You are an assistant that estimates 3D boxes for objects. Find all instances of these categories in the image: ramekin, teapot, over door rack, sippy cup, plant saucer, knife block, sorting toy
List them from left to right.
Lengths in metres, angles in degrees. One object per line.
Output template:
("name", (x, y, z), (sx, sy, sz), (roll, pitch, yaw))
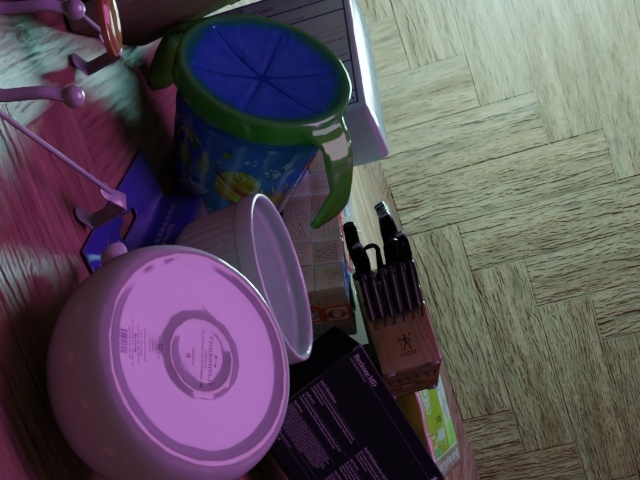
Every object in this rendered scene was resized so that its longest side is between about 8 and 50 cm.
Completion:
("over door rack", (-0.271, -0.198, 1.210), (0.324, 0.108, 0.240), (56, 23, -57))
("plant saucer", (-0.227, -0.239, 1.266), (0.083, 0.013, 0.083), (171, -90, -89))
("teapot", (-0.166, 0.140, 1.129), (0.252, 0.187, 0.256), (54, 43, -8))
("sorting toy", (-0.174, -0.348, 1.490), (0.089, 0.257, 0.255), (66, 12, 0))
("ramekin", (-0.094, 0.056, 1.395), (0.207, 0.109, 0.207), (-16, 90, -79))
("sippy cup", (-0.099, -0.145, 1.580), (0.305, 0.240, 0.224), (-105, -154, -42))
("knife block", (0.100, 0.088, 1.711), (0.276, 0.088, 0.242), (78, -2, -70))

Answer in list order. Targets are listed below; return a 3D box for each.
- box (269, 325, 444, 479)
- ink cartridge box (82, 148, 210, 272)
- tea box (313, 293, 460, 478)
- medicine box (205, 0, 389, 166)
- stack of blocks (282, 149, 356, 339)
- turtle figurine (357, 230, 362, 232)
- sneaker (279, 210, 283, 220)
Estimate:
("box", (0.029, 0.283, 1.664), (0.261, 0.184, 0.103), (59, -9, -23))
("ink cartridge box", (-0.169, 0.071, 1.449), (0.304, 0.072, 0.307), (-80, 154, -63))
("tea box", (0.082, 0.259, 1.988), (0.329, 0.220, 0.324), (14, 62, -77))
("medicine box", (-0.046, -0.255, 1.924), (0.149, 0.263, 0.289), (59, 20, -54))
("stack of blocks", (0.000, 0.000, 1.774), (0.171, 0.087, 0.297), (73, 11, -52))
("turtle figurine", (-0.021, -0.051, 2.152), (0.234, 0.118, 0.175), (51, 8, -28))
("sneaker", (-0.091, -0.012, 1.819), (0.282, 0.099, 0.153), (60, 21, -65))
